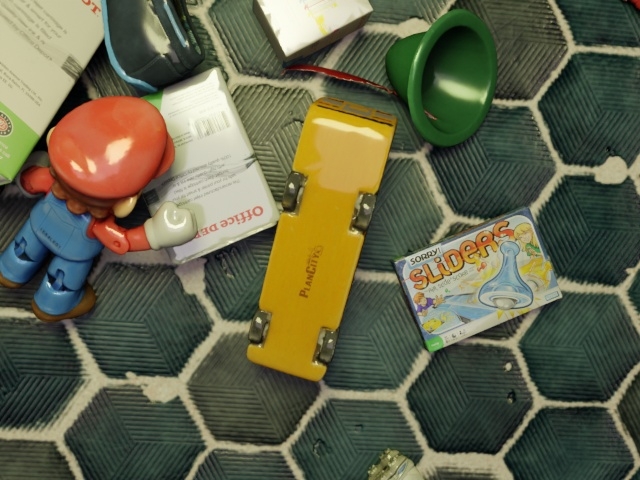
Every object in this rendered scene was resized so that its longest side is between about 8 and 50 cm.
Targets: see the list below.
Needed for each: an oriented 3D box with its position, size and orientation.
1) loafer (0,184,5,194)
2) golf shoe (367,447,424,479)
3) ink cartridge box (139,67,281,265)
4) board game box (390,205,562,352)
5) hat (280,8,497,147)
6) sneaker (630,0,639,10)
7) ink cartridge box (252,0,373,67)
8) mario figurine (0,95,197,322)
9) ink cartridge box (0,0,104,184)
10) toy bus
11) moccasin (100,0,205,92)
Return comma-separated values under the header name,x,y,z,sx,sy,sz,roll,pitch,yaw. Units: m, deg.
name,x,y,z,sx,sy,sz,roll,pitch,yaw
loafer,-0.501,-0.211,0.906,0.130,0.134,0.366,-15,95,-4
golf shoe,0.072,0.374,1.031,0.176,0.069,0.086,-44,102,0
ink cartridge box,-0.157,-0.092,0.968,0.153,0.087,0.209,-22,95,-2
board game box,0.214,0.052,1.036,0.201,0.035,0.136,-23,95,-3
hat,0.107,-0.232,1.016,0.208,0.183,0.173,33,82,-46
sneaker,0.399,-0.348,1.023,0.067,0.042,0.118,-32,88,-6
ink cartridge box,-0.004,-0.299,0.966,0.143,0.092,0.090,-29,95,-3
mario figurine,-0.262,-0.045,0.902,0.198,0.170,0.320,21,131,-28
ink cartridge box,-0.377,-0.221,0.831,0.198,0.114,0.273,47,50,-37
toy bus,0.000,0.000,0.939,0.108,0.130,0.333,15,108,3
moccasin,-0.201,-0.352,0.913,0.116,0.137,0.342,-12,89,19
